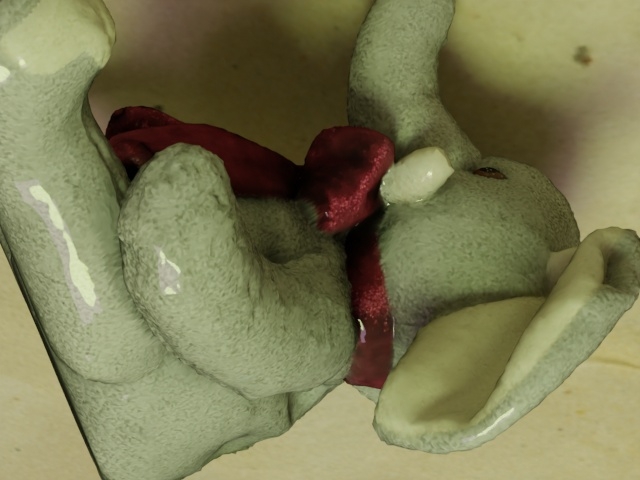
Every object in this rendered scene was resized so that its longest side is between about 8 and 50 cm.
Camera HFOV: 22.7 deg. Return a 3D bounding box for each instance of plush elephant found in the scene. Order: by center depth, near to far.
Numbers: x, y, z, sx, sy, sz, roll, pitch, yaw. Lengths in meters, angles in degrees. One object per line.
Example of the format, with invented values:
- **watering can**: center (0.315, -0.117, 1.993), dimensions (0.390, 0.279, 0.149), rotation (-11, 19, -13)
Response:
- **plush elephant**: center (0.000, 0.000, 0.705), dimensions (0.272, 0.255, 0.330), rotation (176, 72, -78)
